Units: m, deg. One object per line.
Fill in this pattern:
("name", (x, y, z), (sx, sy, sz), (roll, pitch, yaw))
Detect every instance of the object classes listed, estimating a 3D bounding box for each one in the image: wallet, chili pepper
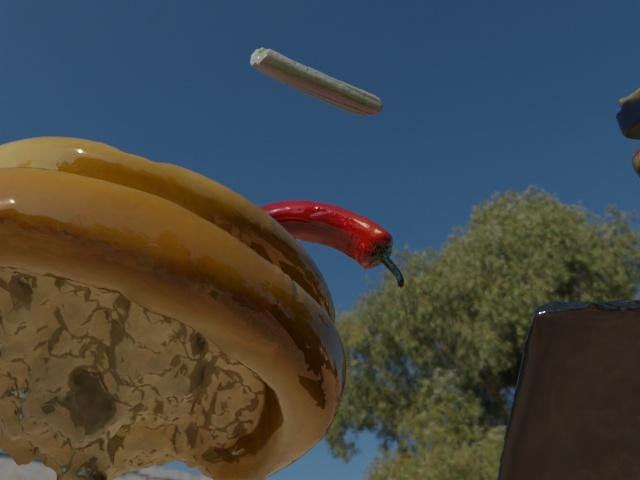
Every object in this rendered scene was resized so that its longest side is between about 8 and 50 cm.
("wallet", (0.211, 0.172, 0.536), (0.146, 0.030, 0.285), (1, -68, -7))
("chili pepper", (-0.002, -0.006, 1.266), (0.368, 0.137, 0.092), (13, -31, 20))

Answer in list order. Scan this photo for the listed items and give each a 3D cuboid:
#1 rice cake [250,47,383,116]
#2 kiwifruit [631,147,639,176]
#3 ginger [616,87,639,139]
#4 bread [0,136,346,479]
("rice cake", (-0.006, -0.256, 1.109), (0.221, 0.080, 0.042), (21, -82, -17))
("kiwifruit", (0.662, -0.134, 1.315), (0.124, 0.075, 0.075), (39, -33, 10))
("ginger", (0.566, -0.254, 0.775), (0.358, 0.211, 0.413), (5, -10, -25))
("bread", (-0.187, 0.080, 0.661), (0.424, 0.245, 0.329), (19, -67, -9))
